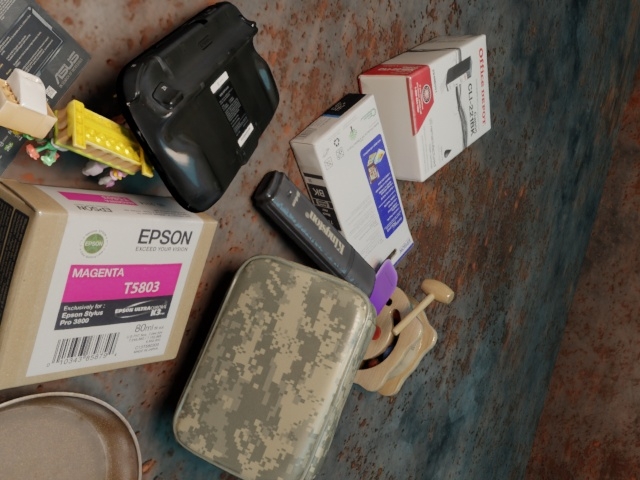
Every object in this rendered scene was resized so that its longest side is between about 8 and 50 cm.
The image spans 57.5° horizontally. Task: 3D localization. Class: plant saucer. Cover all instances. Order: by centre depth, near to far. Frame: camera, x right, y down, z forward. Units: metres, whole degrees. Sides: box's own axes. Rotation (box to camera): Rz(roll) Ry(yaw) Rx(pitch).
[{"bbox_3d":[-0.355,0.317,0.673,0.311,0.050,0.310,-17,114,-45],"label":"plant saucer"}]

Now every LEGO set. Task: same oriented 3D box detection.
[{"bbox_3d":[-0.230,-0.110,0.607,0.132,0.107,0.287,64,26,-13],"label":"LEGO set"}]

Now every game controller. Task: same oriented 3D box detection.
[{"bbox_3d":[-0.125,-0.168,0.683,0.319,0.067,0.166,-71,150,-53],"label":"game controller"}]

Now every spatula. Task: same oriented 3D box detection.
[{"bbox_3d":[0.035,0.156,1.042,0.296,0.030,0.084,-42,137,-8],"label":"spatula"}]

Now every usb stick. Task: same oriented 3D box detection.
[{"bbox_3d":[0.000,0.000,0.945,0.278,0.045,0.077,46,52,-30],"label":"usb stick"}]

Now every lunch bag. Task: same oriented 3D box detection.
[{"bbox_3d":[-0.051,0.197,0.868,0.256,0.213,0.305,54,56,-73],"label":"lunch bag"}]

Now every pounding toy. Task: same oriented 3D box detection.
[{"bbox_3d":[0.119,0.163,1.121,0.269,0.154,0.155,-54,140,4],"label":"pounding toy"}]

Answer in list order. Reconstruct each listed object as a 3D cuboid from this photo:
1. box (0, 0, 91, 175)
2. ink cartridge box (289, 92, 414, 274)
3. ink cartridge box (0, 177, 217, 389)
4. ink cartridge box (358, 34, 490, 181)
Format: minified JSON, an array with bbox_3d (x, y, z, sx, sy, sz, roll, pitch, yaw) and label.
[{"bbox_3d":[-0.351,-0.148,0.525,0.232,0.059,0.183,-62,141,-17],"label":"box"},{"bbox_3d":[0.067,-0.075,1.037,0.165,0.065,0.332,-45,130,-31],"label":"ink cartridge box"},{"bbox_3d":[-0.247,0.045,0.648,0.235,0.088,0.193,1,112,-55],"label":"ink cartridge box"},{"bbox_3d":[0.209,-0.258,1.106,0.273,0.114,0.196,-37,127,-38],"label":"ink cartridge box"}]
